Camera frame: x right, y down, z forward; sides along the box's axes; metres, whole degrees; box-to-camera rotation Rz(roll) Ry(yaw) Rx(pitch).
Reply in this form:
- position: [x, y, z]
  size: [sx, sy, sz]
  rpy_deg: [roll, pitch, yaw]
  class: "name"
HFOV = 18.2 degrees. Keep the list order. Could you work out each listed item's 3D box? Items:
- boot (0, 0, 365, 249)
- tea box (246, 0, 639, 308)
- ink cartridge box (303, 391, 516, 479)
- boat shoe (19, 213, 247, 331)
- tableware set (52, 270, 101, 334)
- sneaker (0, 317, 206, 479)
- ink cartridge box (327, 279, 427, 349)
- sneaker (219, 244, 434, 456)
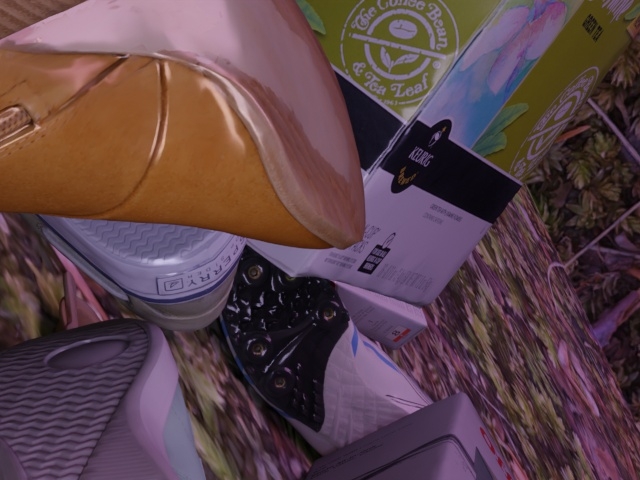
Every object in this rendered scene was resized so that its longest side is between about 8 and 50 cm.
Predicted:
- position: [-0.124, -0.045, 0.733]
  size: [0.295, 0.211, 0.104]
  rpy_deg: [37, 38, -58]
  class: "boot"
- position: [0.046, -0.151, 1.284]
  size: [0.220, 0.323, 0.329]
  rpy_deg: [38, 7, 16]
  class: "tea box"
- position: [0.072, 0.230, 1.148]
  size: [0.211, 0.121, 0.289]
  rpy_deg: [61, 12, -6]
  class: "ink cartridge box"
- position: [-0.147, -0.071, 0.928]
  size: [0.302, 0.109, 0.094]
  rpy_deg: [49, -22, 22]
  class: "boat shoe"
- position: [-0.094, 0.103, 0.989]
  size: [0.168, 0.020, 0.141]
  rpy_deg: [53, 15, -35]
  class: "tableware set"
- position: [-0.086, 0.135, 0.833]
  size: [0.256, 0.094, 0.151]
  rpy_deg: [-117, -167, -67]
  class: "sneaker"
- position: [0.000, 0.000, 1.600]
  size: [0.179, 0.045, 0.145]
  rpy_deg: [23, 37, -42]
  class: "ink cartridge box"
- position: [0.002, 0.087, 1.310]
  size: [0.237, 0.085, 0.086]
  rpy_deg: [50, -10, -31]
  class: "sneaker"
